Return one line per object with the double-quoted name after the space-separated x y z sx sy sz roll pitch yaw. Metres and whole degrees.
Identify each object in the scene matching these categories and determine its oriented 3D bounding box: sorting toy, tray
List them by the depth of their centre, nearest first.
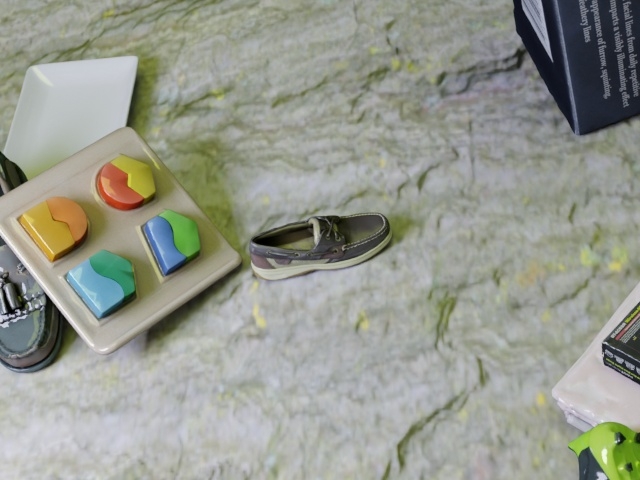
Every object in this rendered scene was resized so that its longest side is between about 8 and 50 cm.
-0.211 -0.009 1.291 0.193 0.038 0.208 -36 76 -30 "sorting toy"
-0.296 -0.113 1.468 0.145 0.030 0.270 -3 49 8 "tray"

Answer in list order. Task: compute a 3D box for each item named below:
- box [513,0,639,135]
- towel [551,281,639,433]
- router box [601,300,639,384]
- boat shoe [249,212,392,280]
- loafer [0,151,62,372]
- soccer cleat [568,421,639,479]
0.400 -0.338 1.317 0.395 0.293 0.212 -20 49 3 "box"
0.426 0.114 1.104 0.332 0.053 0.317 29 62 34 "towel"
0.321 0.082 1.101 0.122 0.038 0.092 -41 51 -22 "router box"
0.000 0.000 1.296 0.152 0.049 0.056 -18 48 -5 "boat shoe"
-0.339 0.011 1.309 0.096 0.084 0.267 -20 59 -2 "loafer"
0.248 0.241 1.039 0.060 0.072 0.179 12 61 -31 "soccer cleat"
